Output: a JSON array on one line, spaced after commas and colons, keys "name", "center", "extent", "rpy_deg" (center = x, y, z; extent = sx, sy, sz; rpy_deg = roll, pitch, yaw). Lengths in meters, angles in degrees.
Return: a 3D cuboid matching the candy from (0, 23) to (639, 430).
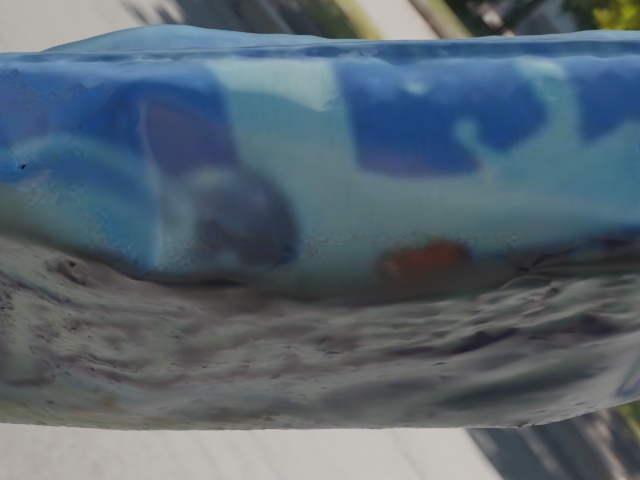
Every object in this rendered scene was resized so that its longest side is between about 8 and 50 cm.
[{"name": "candy", "center": [0.000, 0.000, 0.444], "extent": [0.187, 0.331, 0.077], "rpy_deg": [96, -8, -60]}]
